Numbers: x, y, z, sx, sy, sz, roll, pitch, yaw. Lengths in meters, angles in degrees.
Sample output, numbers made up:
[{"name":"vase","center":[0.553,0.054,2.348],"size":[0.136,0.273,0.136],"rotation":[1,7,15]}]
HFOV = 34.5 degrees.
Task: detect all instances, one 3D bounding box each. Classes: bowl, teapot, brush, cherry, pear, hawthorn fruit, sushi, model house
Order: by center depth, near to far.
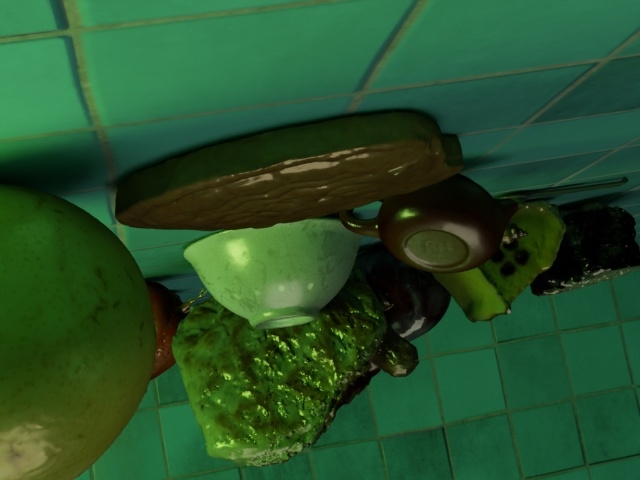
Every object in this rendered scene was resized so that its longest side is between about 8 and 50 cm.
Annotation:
[{"name":"pear","center":[-0.341,0.106,1.044],"size":[0.348,0.348,0.348],"rotation":[-10,172,-1]},{"name":"teapot","center":[0.153,-0.039,1.474],"size":[0.252,0.135,0.178],"rotation":[6,141,13]},{"name":"bowl","center":[-0.068,0.069,1.751],"size":[0.313,0.146,0.313],"rotation":[-8,169,-2]},{"name":"brush","center":[0.435,-0.083,1.847],"size":[0.266,0.027,0.062],"rotation":[-9,172,-15]},{"name":"model house","center":[0.359,0.027,2.004],"size":[0.234,0.174,0.193],"rotation":[-34,178,-17]},{"name":"hawthorn fruit","center":[-0.349,0.170,2.050],"size":[0.299,0.211,0.211],"rotation":[-28,171,5]},{"name":"sushi","center":[0.551,0.018,2.226],"size":[0.211,0.170,0.350],"rotation":[-12,173,-6]},{"name":"cherry","center":[0.157,0.118,2.238],"size":[0.255,0.218,0.296],"rotation":[-20,175,18]}]

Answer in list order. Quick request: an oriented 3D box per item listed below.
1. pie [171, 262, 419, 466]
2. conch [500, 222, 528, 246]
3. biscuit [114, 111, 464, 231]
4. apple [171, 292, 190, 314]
[{"name":"pie","center":[-0.079,0.198,1.905],"size":[0.418,0.395,0.180],"rotation":[-31,139,-12]},{"name":"conch","center":[0.255,-0.027,1.859],"size":[0.233,0.080,0.086],"rotation":[5,144,35]},{"name":"biscuit","center":[-0.034,-0.064,1.217],"size":[0.385,0.062,0.365],"rotation":[-13,173,20]},{"name":"apple","center":[-0.464,0.209,2.415],"size":[0.346,0.254,0.179],"rotation":[-14,-146,31]}]
